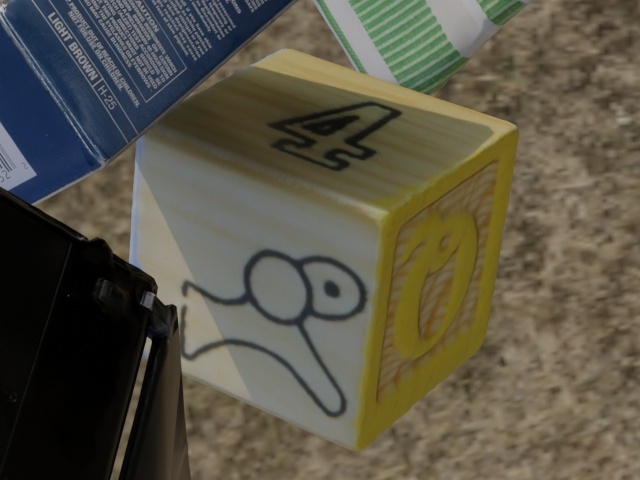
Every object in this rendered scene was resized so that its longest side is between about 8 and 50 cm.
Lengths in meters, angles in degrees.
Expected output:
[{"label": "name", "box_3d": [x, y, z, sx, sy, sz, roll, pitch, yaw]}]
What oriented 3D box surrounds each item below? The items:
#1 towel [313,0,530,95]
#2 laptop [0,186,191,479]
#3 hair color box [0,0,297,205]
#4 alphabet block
[{"label": "towel", "box_3d": [0.074, -0.259, 1.418, 0.248, 0.038, 0.325, 60, 144, 10]}, {"label": "laptop", "box_3d": [-0.119, 0.105, 0.447, 0.136, 0.264, 0.234, -44, 23, 35]}, {"label": "hair color box", "box_3d": [-0.124, -0.132, 1.145, 0.174, 0.347, 0.105, -24, 105, 37]}, {"label": "alphabet block", "box_3d": [0.000, 0.000, 1.321, 0.197, 0.193, 0.192, 22, 125, 25]}]
